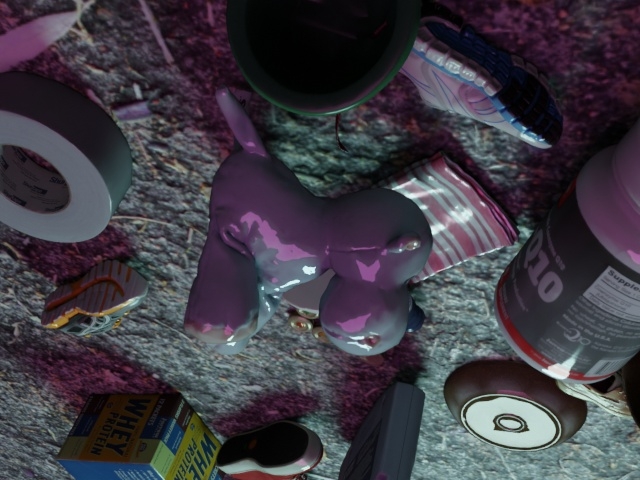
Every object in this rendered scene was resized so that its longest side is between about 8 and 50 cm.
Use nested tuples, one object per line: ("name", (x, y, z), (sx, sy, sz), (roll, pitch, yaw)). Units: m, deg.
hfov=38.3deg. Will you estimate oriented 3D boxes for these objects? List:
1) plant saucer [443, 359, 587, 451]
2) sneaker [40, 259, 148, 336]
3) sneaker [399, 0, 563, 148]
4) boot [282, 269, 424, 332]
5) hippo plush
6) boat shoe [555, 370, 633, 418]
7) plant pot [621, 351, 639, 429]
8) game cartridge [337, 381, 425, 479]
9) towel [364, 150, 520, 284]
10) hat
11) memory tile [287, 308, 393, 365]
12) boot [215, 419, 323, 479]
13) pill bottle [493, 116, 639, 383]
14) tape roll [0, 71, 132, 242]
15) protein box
("plant saucer", (0.265, 0.239, 1.275), (0.198, 0.036, 0.199), (12, 140, 10))
("sneaker", (-0.312, 0.090, 1.328), (0.215, 0.084, 0.083), (-16, 141, 40))
("sneaker", (0.144, -0.146, 0.881), (0.190, 0.071, 0.083), (36, 145, -5))
("boot", (0.036, 0.078, 1.170), (0.190, 0.069, 0.086), (14, 164, 29))
("hippo plush", (0.000, 0.000, 1.002), (0.236, 0.234, 0.294), (10, 98, 3))
("boat shoe", (0.367, 0.186, 1.160), (0.135, 0.050, 0.045), (16, 145, 6))
("plant pot", (0.473, 0.126, 0.952), (0.230, 0.215, 0.215), (12, 141, -11))
("game cartridge", (0.076, 0.337, 1.336), (0.062, 0.198, 0.297), (22, 141, -1))
("towel", (0.112, -0.016, 1.060), (0.144, 0.029, 0.197), (42, 136, -22))
("hat", (0.016, -0.208, 0.894), (0.173, 0.183, 0.208), (47, 110, 3))
("memory tile", (0.033, 0.116, 1.253), (0.148, 0.012, 0.113), (24, 140, -5))
("boot", (-0.040, 0.384, 1.530), (0.176, 0.088, 0.244), (41, 144, -23))
("pill bottle", (0.298, 0.008, 0.905), (0.161, 0.161, 0.283), (22, 140, -2))
("tape roll", (-0.344, -0.097, 1.128), (0.219, 0.072, 0.219), (11, 139, 10))
("protein box", (-0.300, 0.378, 1.589), (0.201, 0.136, 0.200), (-5, 133, 27))
